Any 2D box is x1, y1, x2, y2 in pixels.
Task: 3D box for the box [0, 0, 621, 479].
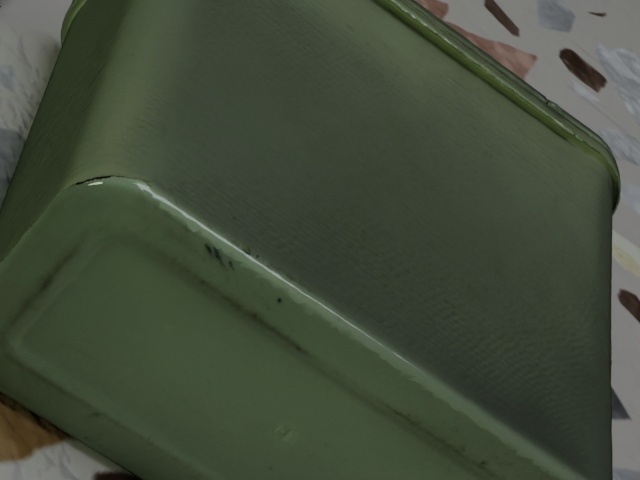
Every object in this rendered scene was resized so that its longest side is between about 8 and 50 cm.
[{"bbox_3d":[0.000,0.000,1.040,0.352,0.177,0.344,35,31,-16],"label":"box"}]
